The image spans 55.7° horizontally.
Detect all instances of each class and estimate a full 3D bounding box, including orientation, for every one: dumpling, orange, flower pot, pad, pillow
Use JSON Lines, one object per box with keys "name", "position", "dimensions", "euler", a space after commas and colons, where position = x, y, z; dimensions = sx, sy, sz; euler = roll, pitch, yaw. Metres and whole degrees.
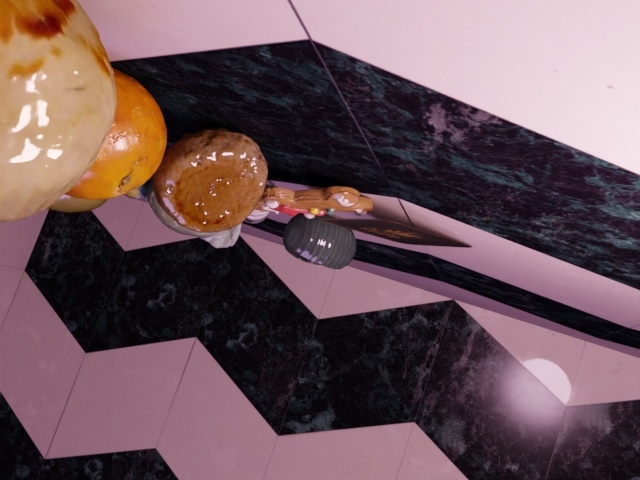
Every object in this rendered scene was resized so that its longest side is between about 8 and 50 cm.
{"name": "dumpling", "position": [-0.385, -0.115, 1.801], "dimensions": [0.321, 0.211, 0.270], "euler": [20, 175, -16]}
{"name": "orange", "position": [-0.399, -0.189, 1.075], "dimensions": [0.246, 0.246, 0.246], "euler": [19, 174, 2]}
{"name": "flower pot", "position": [0.000, 0.000, 1.885], "dimensions": [0.243, 0.157, 0.189], "euler": [24, 171, -31]}
{"name": "pad", "position": [0.167, 0.008, 1.550], "dimensions": [0.376, 0.063, 0.315], "euler": [15, 173, -42]}
{"name": "pillow", "position": [-0.616, -0.223, 1.868], "dimensions": [0.233, 0.086, 0.214], "euler": [45, 166, 42]}

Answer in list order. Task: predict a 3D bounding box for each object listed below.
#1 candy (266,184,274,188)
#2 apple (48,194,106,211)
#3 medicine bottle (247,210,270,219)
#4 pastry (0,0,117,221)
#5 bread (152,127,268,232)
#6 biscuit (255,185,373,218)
{"name": "candy", "position": [-0.193, -0.157, 1.492], "dimensions": [0.119, 0.119, 0.440], "euler": [17, -178, 18]}
{"name": "apple", "position": [-0.671, -0.213, 1.617], "dimensions": [0.292, 0.291, 0.254], "euler": [18, 165, 12]}
{"name": "medicine bottle", "position": [-0.192, -0.107, 1.771], "dimensions": [0.103, 0.102, 0.187], "euler": [20, 174, -6]}
{"name": "pastry", "position": [-0.435, -0.203, 0.689], "dimensions": [0.389, 0.312, 0.388], "euler": [16, -147, -10]}
{"name": "bread", "position": [-0.222, -0.125, 1.220], "dimensions": [0.230, 0.230, 0.123], "euler": [25, -161, -41]}
{"name": "biscuit", "position": [-0.046, -0.083, 1.432], "dimensions": [0.340, 0.047, 0.216], "euler": [1, 171, 24]}
